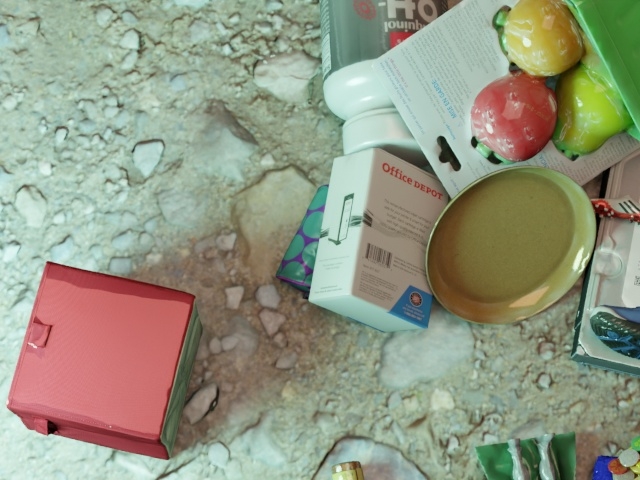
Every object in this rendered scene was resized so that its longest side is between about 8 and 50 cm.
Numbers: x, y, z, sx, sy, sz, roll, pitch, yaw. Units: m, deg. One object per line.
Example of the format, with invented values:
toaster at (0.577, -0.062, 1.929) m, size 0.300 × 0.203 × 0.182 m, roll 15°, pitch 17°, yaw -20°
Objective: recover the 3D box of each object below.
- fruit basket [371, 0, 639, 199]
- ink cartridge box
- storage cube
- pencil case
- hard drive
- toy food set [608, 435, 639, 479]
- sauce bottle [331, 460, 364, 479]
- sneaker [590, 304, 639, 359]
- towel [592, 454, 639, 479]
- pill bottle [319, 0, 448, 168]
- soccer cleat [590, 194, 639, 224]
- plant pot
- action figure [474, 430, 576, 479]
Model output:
fruit basket at (0.283, -0.204, 1.881) m, size 0.353 × 0.165 × 0.327 m, roll -32°, pitch 118°, yaw 5°
ink cartridge box at (0.079, 0.002, 1.895) m, size 0.148 × 0.086 × 0.203 m, roll 25°, pitch 67°, yaw -37°
storage cube at (-0.264, 0.153, 1.824) m, size 0.193 × 0.184 × 0.215 m, roll 13°, pitch 73°, yaw 2°
pencil case at (0.000, 0.000, 1.939) m, size 0.070 × 0.064 × 0.152 m, roll 19°, pitch 73°, yaw 18°
hard drive at (0.479, 0.024, 1.944) m, size 0.236 × 0.064 × 0.339 m, roll 14°, pitch 74°, yaw 3°
toy food set at (0.400, 0.285, 1.801) m, size 0.083 × 0.020 × 0.082 m, roll -47°, pitch 43°, yaw -16°
sauce bottle at (0.043, 0.347, 1.845) m, size 0.042 × 0.042 × 0.128 m, roll -8°, pitch 72°, yaw -4°
sneaker at (0.445, 0.109, 1.850) m, size 0.211 × 0.080 × 0.081 m, roll 12°, pitch 67°, yaw -7°
towel at (0.426, 0.394, 1.747) m, size 0.227 × 0.076 × 0.308 m, roll -2°, pitch 51°, yaw 20°
pill bottle at (0.089, -0.261, 1.963) m, size 0.176 × 0.176 × 0.319 m, roll -2°, pitch 73°, yaw -2°
soccer cleat at (0.394, -0.046, 1.917) m, size 0.083 × 0.029 × 0.036 m, roll 13°, pitch 64°, yaw 0°
plant pot at (0.244, 0.002, 1.889) m, size 0.236 × 0.236 × 0.032 m, roll -19°, pitch 33°, yaw -7°
action figure at (0.286, 0.364, 1.838) m, size 0.137 × 0.063 × 0.232 m, roll -9°, pitch 77°, yaw -7°
